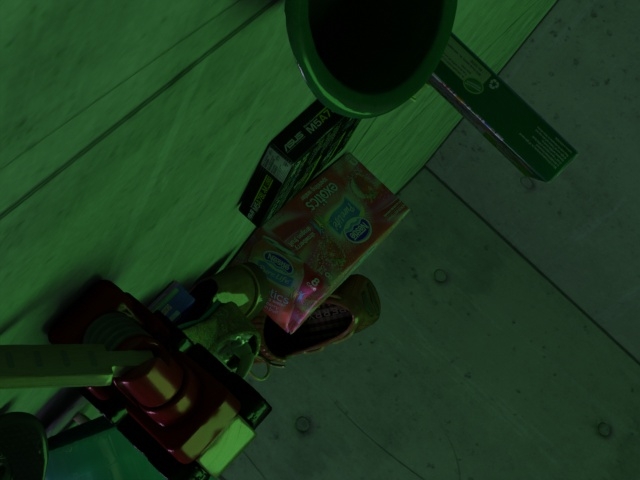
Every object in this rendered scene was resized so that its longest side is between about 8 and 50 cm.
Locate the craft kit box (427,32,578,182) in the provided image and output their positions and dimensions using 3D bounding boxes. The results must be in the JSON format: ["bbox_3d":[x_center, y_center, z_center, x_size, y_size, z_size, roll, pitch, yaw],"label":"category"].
[{"bbox_3d":[0.194,-0.176,1.496,0.061,0.250,0.246,-46,180,9],"label":"craft kit box"}]

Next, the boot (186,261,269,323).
[{"bbox_3d":[-0.205,0.148,1.886,0.115,0.112,0.305,-9,144,-48],"label":"boot"}]

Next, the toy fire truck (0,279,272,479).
[{"bbox_3d":[-0.200,0.115,1.135,0.158,0.217,0.246,-46,134,-11],"label":"toy fire truck"}]

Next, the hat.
[{"bbox_3d":[-0.011,-0.194,0.955,0.173,0.183,0.208,-53,136,-15],"label":"hat"}]

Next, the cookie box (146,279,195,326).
[{"bbox_3d":[-0.217,0.111,1.629,0.092,0.040,0.107,-45,176,-24],"label":"cookie box"}]

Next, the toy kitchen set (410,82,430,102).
[{"bbox_3d":[0.116,-0.250,1.660,0.068,0.075,0.083,-45,-143,24],"label":"toy kitchen set"}]

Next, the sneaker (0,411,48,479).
[{"bbox_3d":[-0.371,0.276,1.409,0.145,0.090,0.270,-115,-147,-58],"label":"sneaker"}]

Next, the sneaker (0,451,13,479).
[{"bbox_3d":[-0.377,0.264,1.205,0.178,0.077,0.072,-44,174,-31],"label":"sneaker"}]

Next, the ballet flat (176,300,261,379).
[{"bbox_3d":[-0.157,0.160,1.616,0.123,0.123,0.348,-48,175,14],"label":"ballet flat"}]

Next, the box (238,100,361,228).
[{"bbox_3d":[-0.012,-0.119,1.521,0.184,0.045,0.190,-47,176,-27],"label":"box"}]

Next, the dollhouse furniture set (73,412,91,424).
[{"bbox_3d":[-0.436,0.454,1.881,0.374,0.152,0.201,-46,176,-9],"label":"dollhouse furniture set"}]

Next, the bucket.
[{"bbox_3d":[-0.269,0.331,1.622,0.281,0.183,0.281,-20,180,0],"label":"bucket"}]

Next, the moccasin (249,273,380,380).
[{"bbox_3d":[-0.079,0.160,2.147,0.380,0.139,0.147,-9,-169,29],"label":"moccasin"}]

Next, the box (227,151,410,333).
[{"bbox_3d":[0.000,0.000,2.009,0.142,0.154,0.300,-50,174,39],"label":"box"}]
